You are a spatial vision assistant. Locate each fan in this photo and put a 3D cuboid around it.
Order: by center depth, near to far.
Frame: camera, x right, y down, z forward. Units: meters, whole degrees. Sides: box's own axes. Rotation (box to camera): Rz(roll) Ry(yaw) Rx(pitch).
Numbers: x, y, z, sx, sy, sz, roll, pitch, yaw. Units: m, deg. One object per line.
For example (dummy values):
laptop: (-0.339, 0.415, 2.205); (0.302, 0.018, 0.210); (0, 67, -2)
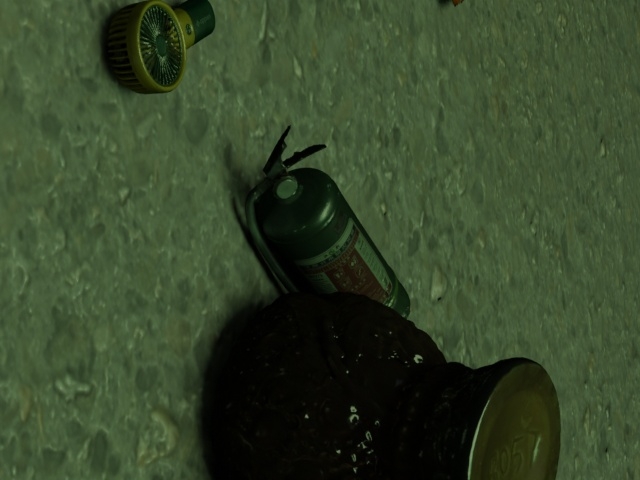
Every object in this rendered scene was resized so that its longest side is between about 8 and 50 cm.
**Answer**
fan: (-0.140, -0.184, 1.306); (0.155, 0.039, 0.082); (-44, 125, -57)

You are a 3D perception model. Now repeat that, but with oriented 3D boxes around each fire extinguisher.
fire extinguisher: (0.000, 0.000, 1.496); (0.093, 0.118, 0.294); (51, -3, 45)

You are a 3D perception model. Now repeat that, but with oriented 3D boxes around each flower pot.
flower pot: (0.072, 0.190, 1.388); (0.266, 0.267, 0.267); (-13, 106, -52)

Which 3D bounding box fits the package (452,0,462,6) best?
package: (0.187, -0.358, 1.941); (0.077, 0.033, 0.111); (66, 29, -17)
